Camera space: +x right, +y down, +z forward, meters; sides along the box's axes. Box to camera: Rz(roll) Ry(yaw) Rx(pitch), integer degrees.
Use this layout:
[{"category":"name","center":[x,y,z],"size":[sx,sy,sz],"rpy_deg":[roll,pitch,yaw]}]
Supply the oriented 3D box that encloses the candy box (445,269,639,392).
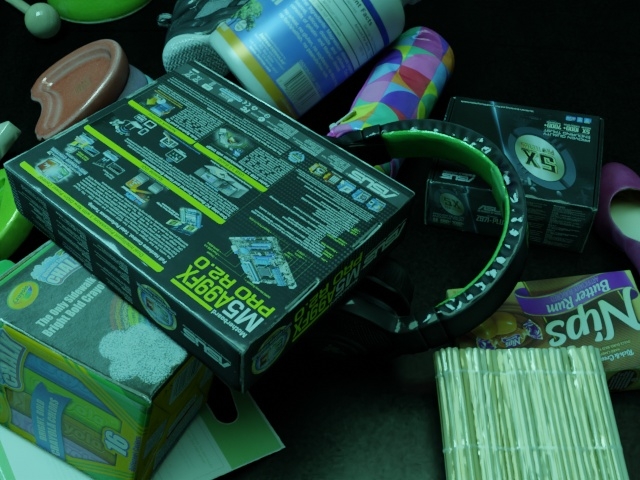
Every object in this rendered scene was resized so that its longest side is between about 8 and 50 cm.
[{"category":"candy box","center":[0.223,0.095,0.706],"size":[0.186,0.053,0.109],"rpy_deg":[-6,51,1]}]

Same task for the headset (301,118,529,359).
[{"category":"headset","center":[0.000,0.000,0.705],"size":[0.394,0.185,0.243],"rpy_deg":[-20,54,10]}]

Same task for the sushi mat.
[{"category":"sushi mat","center":[0.181,0.235,0.580],"size":[0.151,0.019,0.317],"rpy_deg":[-2,60,1]}]

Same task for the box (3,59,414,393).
[{"category":"box","center":[-0.091,-0.032,0.615],"size":[0.270,0.060,0.216],"rpy_deg":[33,54,21]}]

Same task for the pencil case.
[{"category":"pencil case","center":[0.088,-0.167,0.899],"size":[0.104,0.104,0.236],"rpy_deg":[18,51,18]}]

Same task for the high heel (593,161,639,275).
[{"category":"high heel","center":[0.340,-0.018,0.748],"size":[0.082,0.117,0.244],"rpy_deg":[2,51,6]}]

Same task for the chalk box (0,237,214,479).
[{"category":"chalk box","center":[-0.206,0.088,0.616],"size":[0.213,0.132,0.132],"rpy_deg":[26,37,10]}]

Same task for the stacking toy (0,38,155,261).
[{"category":"stacking toy","center":[-0.299,-0.075,0.882],"size":[0.279,0.130,0.309],"rpy_deg":[-29,46,14]}]

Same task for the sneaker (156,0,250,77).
[{"category":"sneaker","center":[-0.105,-0.323,1.039],"size":[0.268,0.101,0.153],"rpy_deg":[-18,54,-7]}]

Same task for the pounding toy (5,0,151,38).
[{"category":"pounding toy","center":[-0.381,-0.430,1.143],"size":[0.237,0.110,0.183],"rpy_deg":[-30,54,-20]}]

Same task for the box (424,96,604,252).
[{"category":"box","center":[0.222,-0.079,0.833],"size":[0.180,0.077,0.147],"rpy_deg":[12,53,13]}]

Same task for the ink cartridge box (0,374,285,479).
[{"category":"ink cartridge box","center":[-0.176,0.180,0.665],"size":[0.235,0.056,0.171],"rpy_deg":[-11,47,-37]}]

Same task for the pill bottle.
[{"category":"pill bottle","center":[0.008,-0.279,0.909],"size":[0.272,0.152,0.152],"rpy_deg":[-40,55,2]}]
